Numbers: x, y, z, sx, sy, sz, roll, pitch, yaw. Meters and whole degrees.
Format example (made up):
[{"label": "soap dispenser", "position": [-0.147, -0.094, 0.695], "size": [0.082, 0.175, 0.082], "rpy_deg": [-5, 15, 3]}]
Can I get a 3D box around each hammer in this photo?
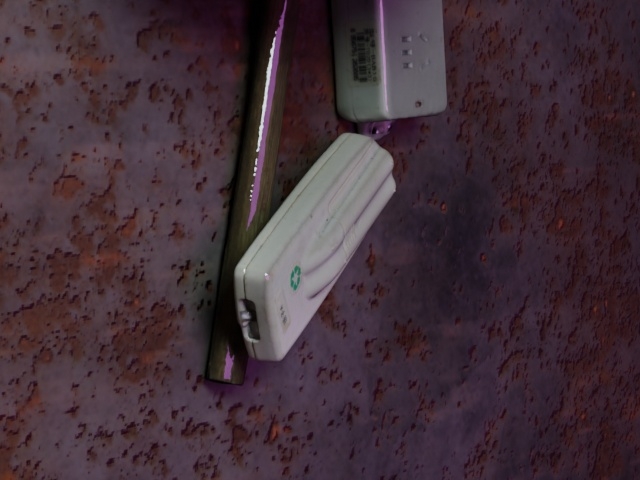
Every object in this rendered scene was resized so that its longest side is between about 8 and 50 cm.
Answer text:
[{"label": "hammer", "position": [-0.048, -0.069, 1.503], "size": [0.111, 0.043, 0.365], "rpy_deg": [15, 81, -52]}]

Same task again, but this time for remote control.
[{"label": "remote control", "position": [-0.001, 0.000, 1.520], "size": [0.230, 0.049, 0.090], "rpy_deg": [-54, 146, -48]}]

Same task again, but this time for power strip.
[{"label": "power strip", "position": [0.052, -0.252, 1.607], "size": [0.098, 0.058, 0.338], "rpy_deg": [-11, 99, -50]}]
